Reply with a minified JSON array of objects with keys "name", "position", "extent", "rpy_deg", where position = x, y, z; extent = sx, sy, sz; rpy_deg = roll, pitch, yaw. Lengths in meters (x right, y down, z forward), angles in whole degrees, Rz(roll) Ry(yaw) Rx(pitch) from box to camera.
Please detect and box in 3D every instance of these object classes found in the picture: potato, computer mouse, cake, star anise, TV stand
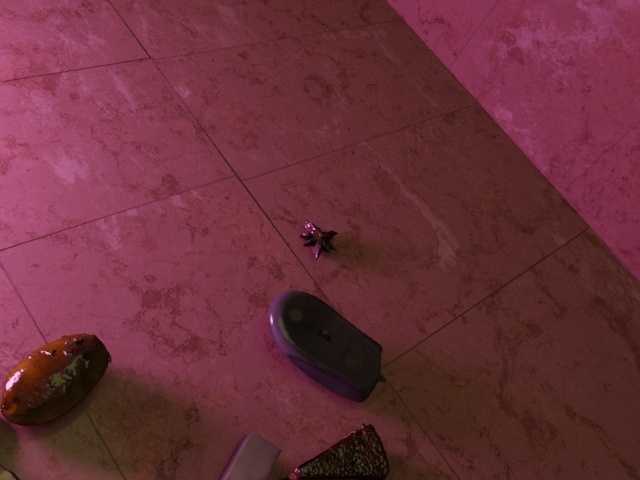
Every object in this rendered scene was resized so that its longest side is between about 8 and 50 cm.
[{"name":"potato","position":[-0.558,0.290,1.367],"extent":[0.149,0.113,0.251],"rpy_deg":[47,48,12]},{"name":"computer mouse","position":[0.009,0.278,1.686],"extent":[0.371,0.122,0.188],"rpy_deg":[35,49,-10]},{"name":"cake","position":[0.045,0.542,1.511],"extent":[0.246,0.112,0.135],"rpy_deg":[-21,71,-38]},{"name":"star anise","position":[-0.005,0.007,1.924],"extent":[0.124,0.056,0.129],"rpy_deg":[22,48,-13]},{"name":"TV stand","position":[-0.190,0.551,1.395],"extent":[0.088,0.083,0.269],"rpy_deg":[35,46,-3]}]

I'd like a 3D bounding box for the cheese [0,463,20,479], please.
[{"name":"cheese","position":[-0.669,0.439,1.214],"extent":[0.286,0.074,0.189],"rpy_deg":[39,61,-14]}]
